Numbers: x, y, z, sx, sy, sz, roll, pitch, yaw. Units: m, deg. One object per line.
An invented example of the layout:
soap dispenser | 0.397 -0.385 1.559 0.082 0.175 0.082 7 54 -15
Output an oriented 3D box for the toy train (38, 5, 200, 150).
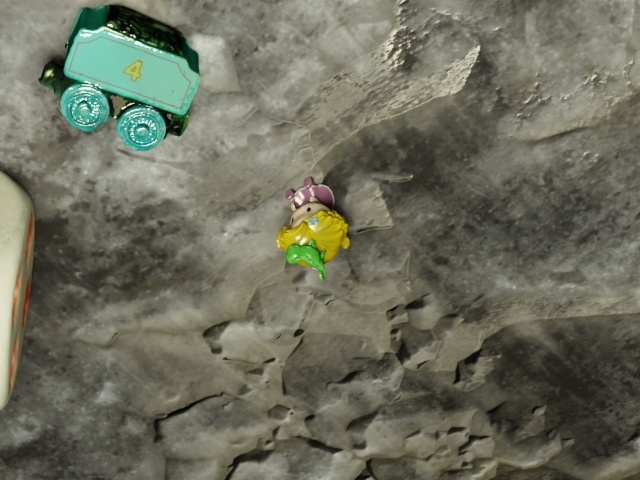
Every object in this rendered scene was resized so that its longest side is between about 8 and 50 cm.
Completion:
toy train | -0.250 -0.208 1.654 0.197 0.107 0.154 20 113 -17

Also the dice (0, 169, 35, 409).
dice | -0.542 0.058 1.692 0.304 0.304 0.277 6 123 -8

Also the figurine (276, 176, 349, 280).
figurine | 0.000 0.000 1.777 0.095 0.156 0.115 -40 115 21
